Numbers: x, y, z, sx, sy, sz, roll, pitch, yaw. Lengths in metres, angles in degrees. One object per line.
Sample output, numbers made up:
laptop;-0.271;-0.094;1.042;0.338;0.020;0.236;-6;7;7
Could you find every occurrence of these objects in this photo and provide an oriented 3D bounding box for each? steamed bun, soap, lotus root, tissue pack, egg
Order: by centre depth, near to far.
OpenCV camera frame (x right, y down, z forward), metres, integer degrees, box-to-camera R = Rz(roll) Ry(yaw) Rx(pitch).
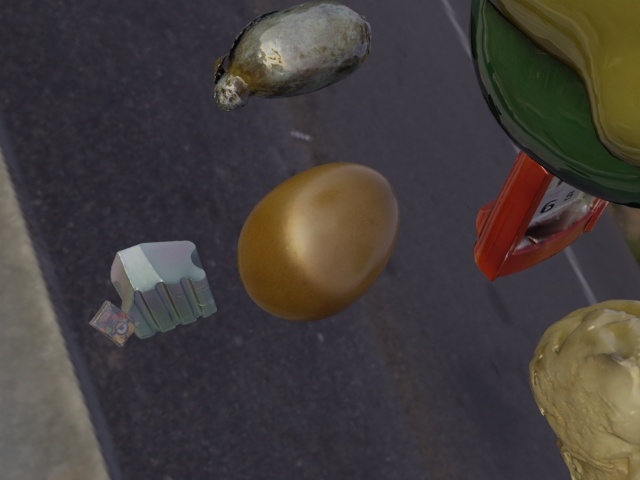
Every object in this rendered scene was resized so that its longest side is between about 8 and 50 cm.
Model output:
lotus root;-0.027;-0.173;0.962;0.088;0.165;0.088;158;-90;-81
steamed bun;0.500;0.258;1.670;0.325;0.230;0.372;32;-37;58
egg;0.000;0.000;1.859;0.250;0.322;0.250;50;0;-1
tissue pack;-0.427;0.173;2.153;0.083;0.063;0.035;39;-14;-20
soap;-0.367;0.109;2.410;0.347;0.208;0.115;90;-21;-70

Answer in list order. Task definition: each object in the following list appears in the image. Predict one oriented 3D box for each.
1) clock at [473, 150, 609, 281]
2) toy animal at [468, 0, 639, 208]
clock;0.182;-0.046;0.812;0.113;0.155;0.061;-24;65;-24
toy animal;0.147;-0.125;0.392;0.191;0.216;0.338;30;-6;3
